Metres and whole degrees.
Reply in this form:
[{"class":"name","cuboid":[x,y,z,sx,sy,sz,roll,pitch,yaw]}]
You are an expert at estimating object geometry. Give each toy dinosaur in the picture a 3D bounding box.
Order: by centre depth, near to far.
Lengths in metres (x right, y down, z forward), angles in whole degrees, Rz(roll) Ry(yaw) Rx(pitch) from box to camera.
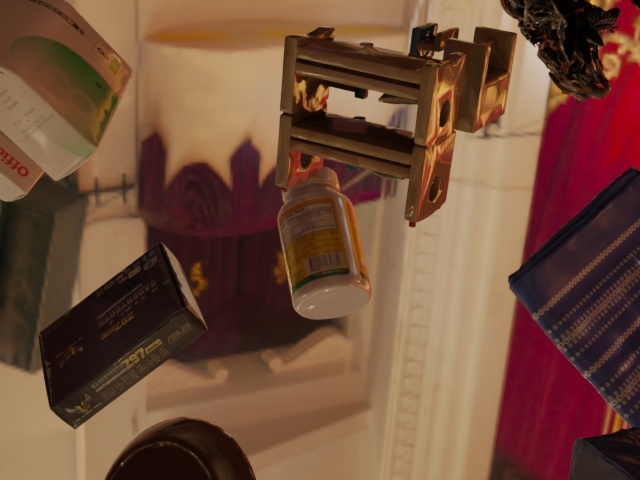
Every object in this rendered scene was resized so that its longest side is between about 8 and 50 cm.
[{"class":"toy dinosaur","cuboid":[0.295,-0.309,1.326,0.322,0.164,0.218,32,179,-28]}]

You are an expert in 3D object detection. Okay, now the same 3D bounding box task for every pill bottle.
[{"class":"pill bottle","cuboid":[0.000,0.000,1.510,0.118,0.117,0.208,-3,-118,-17]}]

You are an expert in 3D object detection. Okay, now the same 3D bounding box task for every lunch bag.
[{"class":"lunch bag","cuboid":[0.244,0.189,0.783,0.065,0.067,0.098,-8,-155,-24]}]

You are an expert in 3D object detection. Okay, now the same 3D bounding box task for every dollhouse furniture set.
[{"class":"dollhouse furniture set","cuboid":[0.067,-0.110,0.867,0.129,0.128,0.184,17,-155,24]}]

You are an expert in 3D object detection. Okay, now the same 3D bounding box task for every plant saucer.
[{"class":"plant saucer","cuboid":[-0.224,0.408,1.490,0.311,0.310,0.050,22,176,36]}]

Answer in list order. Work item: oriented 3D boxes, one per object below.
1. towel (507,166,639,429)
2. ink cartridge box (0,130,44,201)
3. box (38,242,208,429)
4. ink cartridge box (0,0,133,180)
[{"class":"towel","cuboid":[0.367,0.100,1.030,0.243,0.040,0.336,-35,-101,-32]},{"class":"ink cartridge box","cuboid":[-0.519,-0.238,1.779,0.117,0.207,0.283,-9,-136,57]},{"class":"box","cuboid":[-0.282,0.128,1.441,0.233,0.059,0.183,-37,-144,3]},{"class":"ink cartridge box","cuboid":[-0.256,-0.172,0.825,0.056,0.224,0.181,-34,-157,18]}]
